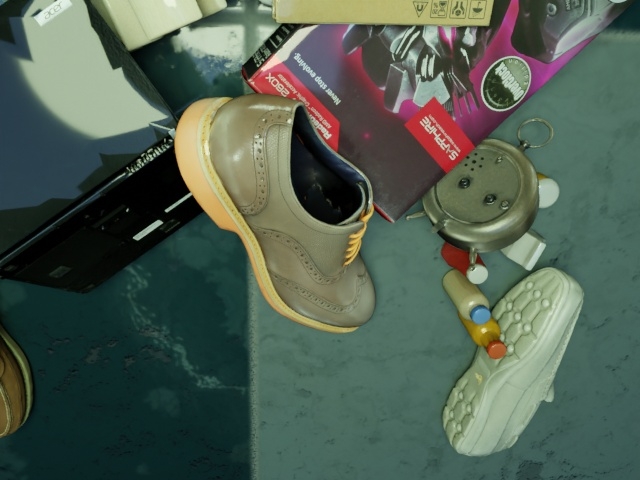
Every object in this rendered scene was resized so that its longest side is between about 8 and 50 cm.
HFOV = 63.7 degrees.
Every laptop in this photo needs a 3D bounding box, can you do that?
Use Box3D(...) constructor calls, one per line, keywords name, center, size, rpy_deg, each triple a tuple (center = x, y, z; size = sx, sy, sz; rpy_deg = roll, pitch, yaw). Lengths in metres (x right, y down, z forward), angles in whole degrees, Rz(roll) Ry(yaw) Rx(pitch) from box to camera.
Box3D(name="laptop", center=(-0.247, -0.077, 0.525), size=(0.234, 0.264, 0.137), rpy_deg=(-35, 75, 0))

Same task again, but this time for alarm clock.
Box3D(name="alarm clock", center=(0.198, -0.070, 0.601), size=(0.192, 0.129, 0.064), rpy_deg=(-47, 151, -1))

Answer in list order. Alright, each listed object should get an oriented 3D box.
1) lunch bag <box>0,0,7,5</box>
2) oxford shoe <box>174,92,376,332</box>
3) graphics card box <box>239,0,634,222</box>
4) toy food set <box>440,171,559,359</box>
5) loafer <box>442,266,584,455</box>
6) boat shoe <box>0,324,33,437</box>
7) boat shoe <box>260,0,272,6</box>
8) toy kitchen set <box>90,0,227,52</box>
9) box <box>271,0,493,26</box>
Box3D(name="lunch bag", center=(-0.397, -0.152, 0.513), size=(0.279, 0.108, 0.224), rpy_deg=(-43, 107, 11))
Box3D(name="oxford shoe", center=(0.000, 0.000, 0.555), size=(0.132, 0.130, 0.364), rpy_deg=(-1, 146, 31))
Box3D(name="graphics card box", center=(0.126, -0.222, 0.532), size=(0.371, 0.094, 0.232), rpy_deg=(-43, 117, 11))
Box3D(name="toy food set", center=(0.228, 0.026, 0.655), size=(0.111, 0.105, 0.233), rpy_deg=(20, 110, -14))
Box3D(name="loafer", center=(0.282, 0.180, 0.732), size=(0.111, 0.112, 0.320), rpy_deg=(11, 120, -16))
Box3D(name="boat shoe", center=(-0.452, 0.139, 0.635), size=(0.110, 0.104, 0.308), rpy_deg=(-7, 114, -3))
Box3D(name="boat shoe", center=(0.016, -0.326, 0.444), size=(0.095, 0.084, 0.258), rpy_deg=(25, 90, -38))
Box3D(name="toy kitchen set", center=(-0.129, -0.285, 0.509), size=(0.207, 0.166, 0.122), rpy_deg=(-38, 118, -29))
Box3D(name="box", center=(0.060, -0.267, 0.426), size=(0.201, 0.021, 0.165), rpy_deg=(-4, 118, -11))
